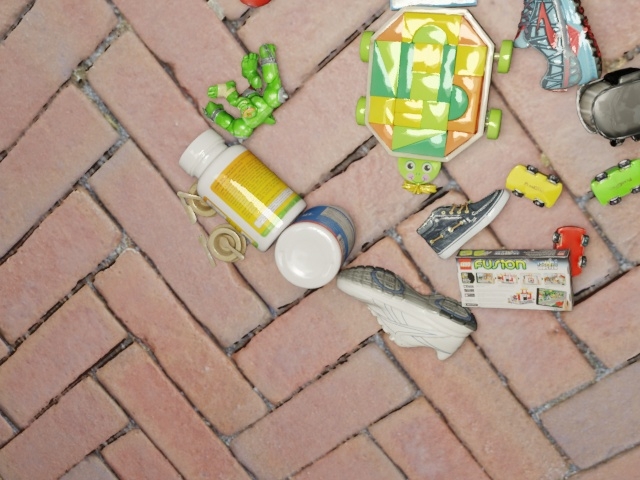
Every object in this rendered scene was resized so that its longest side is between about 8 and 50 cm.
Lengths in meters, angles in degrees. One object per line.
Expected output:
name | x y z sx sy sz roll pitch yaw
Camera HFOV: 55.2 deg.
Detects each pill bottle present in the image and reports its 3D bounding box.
pill bottle | 0.000 0.000 1.173 0.124 0.221 0.124 3 106 12
pill bottle | -0.159 -0.104 1.227 0.245 0.136 0.136 42 111 -1

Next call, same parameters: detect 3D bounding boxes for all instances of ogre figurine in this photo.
ogre figurine | -0.139 -0.281 1.201 0.197 0.097 0.118 -35 77 5

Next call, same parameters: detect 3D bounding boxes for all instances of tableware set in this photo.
tableware set | -0.227 -0.039 1.315 0.128 0.039 0.194 -21 100 18

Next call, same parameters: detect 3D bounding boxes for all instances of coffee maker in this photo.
coffee maker | 0.518 -0.237 1.003 0.171 0.178 0.120 -41 94 20

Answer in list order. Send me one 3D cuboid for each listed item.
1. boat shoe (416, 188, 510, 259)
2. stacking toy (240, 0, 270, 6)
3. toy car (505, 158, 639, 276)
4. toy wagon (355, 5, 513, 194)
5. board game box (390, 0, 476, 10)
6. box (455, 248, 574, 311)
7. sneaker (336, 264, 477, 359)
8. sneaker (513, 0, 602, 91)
boat shoe | 0.271 -0.049 1.176 0.083 0.065 0.183 43 112 -3
stacking toy | -0.018 -0.523 1.090 0.330 0.141 0.141 -18 101 24
toy car | 0.487 -0.076 1.123 0.225 0.053 0.239 -30 97 19
toy wagon | 0.197 -0.244 1.124 0.267 0.068 0.344 9 111 17
board game box | 0.203 -0.470 1.094 0.154 0.026 0.103 2 106 13
box | 0.369 0.074 1.170 0.207 0.036 0.114 0 113 29
sneaker | 0.161 0.150 1.242 0.297 0.111 0.129 26 116 7
sneaker | 0.377 -0.377 1.038 0.125 0.104 0.262 -21 91 29
